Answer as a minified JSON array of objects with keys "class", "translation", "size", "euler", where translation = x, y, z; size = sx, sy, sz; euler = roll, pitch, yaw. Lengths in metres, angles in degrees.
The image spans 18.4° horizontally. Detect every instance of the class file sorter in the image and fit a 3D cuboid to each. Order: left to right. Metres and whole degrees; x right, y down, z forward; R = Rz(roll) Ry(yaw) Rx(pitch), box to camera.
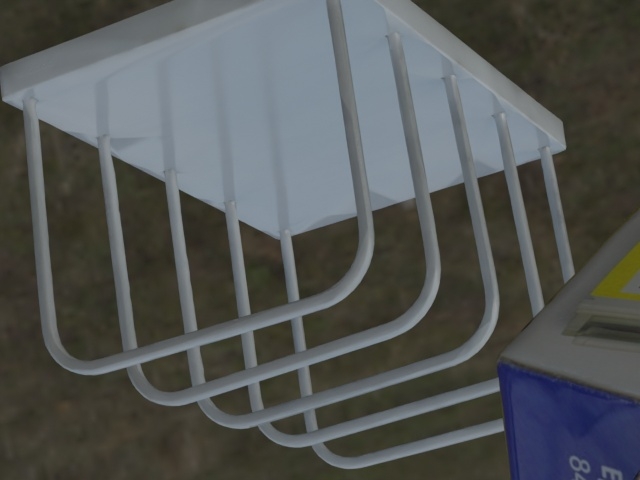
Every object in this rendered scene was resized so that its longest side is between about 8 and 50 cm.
[{"class":"file sorter","translation":[0.000,0.000,1.025],"size":[0.193,0.173,0.277],"euler":[-18,157,24]}]

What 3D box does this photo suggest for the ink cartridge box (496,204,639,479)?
[{"class":"ink cartridge box","translation":[0.115,0.142,0.563],"size":[0.072,0.304,0.307],"euler":[6,-156,31]}]
